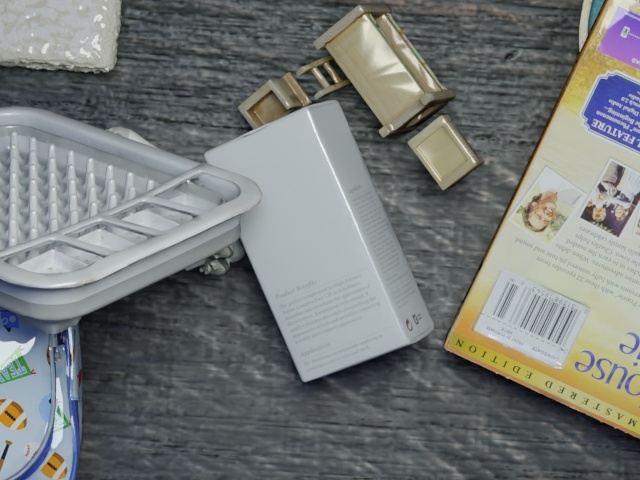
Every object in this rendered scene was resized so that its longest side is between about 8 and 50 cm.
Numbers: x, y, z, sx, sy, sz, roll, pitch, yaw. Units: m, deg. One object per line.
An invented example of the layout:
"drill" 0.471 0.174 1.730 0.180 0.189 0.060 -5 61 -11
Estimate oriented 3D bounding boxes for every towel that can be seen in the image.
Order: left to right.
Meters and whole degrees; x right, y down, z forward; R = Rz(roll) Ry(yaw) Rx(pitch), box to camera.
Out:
"towel" -0.325 -0.256 1.785 0.282 0.049 0.187 5 83 -1

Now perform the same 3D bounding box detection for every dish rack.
"dish rack" -0.249 -0.020 1.620 0.333 0.285 0.072 20 120 32

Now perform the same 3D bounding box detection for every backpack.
"backpack" -0.323 0.149 1.655 0.276 0.213 0.263 -7 93 -4

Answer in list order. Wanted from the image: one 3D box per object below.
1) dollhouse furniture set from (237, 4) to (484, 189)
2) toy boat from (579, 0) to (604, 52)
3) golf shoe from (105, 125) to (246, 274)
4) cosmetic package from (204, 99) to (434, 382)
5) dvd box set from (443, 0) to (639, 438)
"dollhouse furniture set" 0.045 -0.101 1.761 0.161 0.101 0.182 -38 84 19
"toy boat" 0.297 -0.259 1.729 0.318 0.148 0.267 38 95 8
"golf shoe" -0.127 -0.048 1.759 0.176 0.069 0.086 46 55 9
"cosmetic package" 0.000 0.000 1.696 0.117 0.085 0.231 -21 92 23
"dvd box set" 0.333 -0.028 1.673 0.307 0.062 0.420 24 104 2
